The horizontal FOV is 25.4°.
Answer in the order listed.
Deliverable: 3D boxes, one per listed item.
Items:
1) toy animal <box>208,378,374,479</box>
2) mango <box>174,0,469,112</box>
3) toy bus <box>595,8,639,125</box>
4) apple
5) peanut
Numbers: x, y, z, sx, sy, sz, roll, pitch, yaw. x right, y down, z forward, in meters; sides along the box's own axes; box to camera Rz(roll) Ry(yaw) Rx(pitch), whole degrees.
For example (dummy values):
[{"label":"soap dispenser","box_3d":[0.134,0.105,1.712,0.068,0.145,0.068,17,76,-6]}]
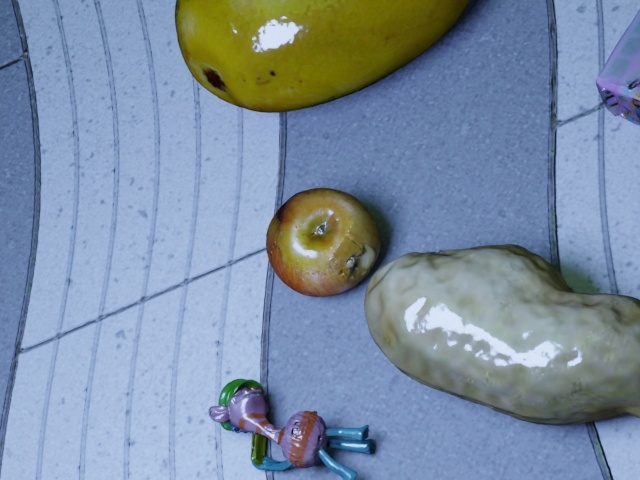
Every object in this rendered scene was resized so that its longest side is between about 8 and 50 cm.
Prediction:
[{"label":"toy animal","box_3d":[-0.039,0.242,1.737,0.208,0.100,0.103,15,111,25]},{"label":"mango","box_3d":[0.016,-0.339,1.915,0.446,0.232,0.300,-25,53,1]},{"label":"toy bus","box_3d":[0.457,-0.270,1.774,0.112,0.090,0.274,25,76,35]},{"label":"apple","box_3d":[0.000,0.000,1.806,0.147,0.146,0.146,-10,62,18]},{"label":"peanut","box_3d":[0.233,0.108,1.636,0.387,0.169,0.192,17,68,25]}]
